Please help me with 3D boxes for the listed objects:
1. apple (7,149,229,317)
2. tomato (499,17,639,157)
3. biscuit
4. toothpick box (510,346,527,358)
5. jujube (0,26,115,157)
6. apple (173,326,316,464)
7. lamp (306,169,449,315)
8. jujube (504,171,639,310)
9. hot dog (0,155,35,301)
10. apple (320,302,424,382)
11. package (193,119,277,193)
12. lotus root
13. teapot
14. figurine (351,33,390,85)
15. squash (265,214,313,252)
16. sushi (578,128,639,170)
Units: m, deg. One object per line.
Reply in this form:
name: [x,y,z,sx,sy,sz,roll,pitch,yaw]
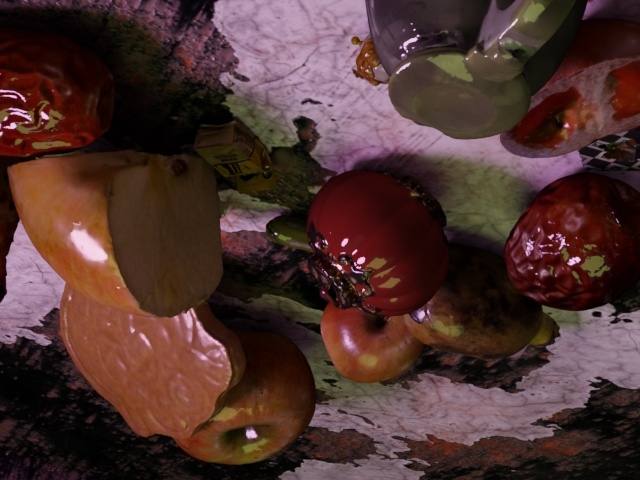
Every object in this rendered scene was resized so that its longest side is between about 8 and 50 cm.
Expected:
apple: [-0.286,-0.034,1.786,0.314,0.309,0.252,44,115,15]
tomato: [0.298,-0.191,1.432,0.228,0.112,0.199,-18,157,7]
biscuit: [-0.314,0.181,2.223,0.365,0.062,0.385,52,134,5]
toothpick box: [0.266,0.129,2.087,0.149,0.098,0.098,17,152,-12]
jujube: [-0.396,-0.193,1.657,0.250,0.174,0.174,10,153,13]
apple: [-0.156,0.277,2.389,0.309,0.250,0.277,-28,138,26]
lamp: [0.076,0.008,1.803,0.227,0.227,0.227,9,153,5]
jujube: [0.354,0.006,1.737,0.183,0.183,0.243,19,151,-13]
hot dog: [-0.572,-0.046,1.754,0.196,0.365,0.367,-10,147,32]
apple: [0.088,0.159,2.142,0.199,0.199,0.199,9,153,5]
package: [-0.119,-0.121,1.816,0.071,0.047,0.131,-9,148,30]
lotus root: [0.237,0.095,1.956,0.314,0.169,0.141,15,156,-16]
teapot: [0.186,-0.236,1.269,0.322,0.239,0.239,-14,144,39]
figurine: [0.113,-0.224,1.517,0.143,0.068,0.101,-12,150,17]
squash: [0.000,0.000,1.998,0.183,0.052,0.052,16,153,-12]
sushi: [0.393,-0.125,1.633,0.120,0.026,0.126,1,159,21]
